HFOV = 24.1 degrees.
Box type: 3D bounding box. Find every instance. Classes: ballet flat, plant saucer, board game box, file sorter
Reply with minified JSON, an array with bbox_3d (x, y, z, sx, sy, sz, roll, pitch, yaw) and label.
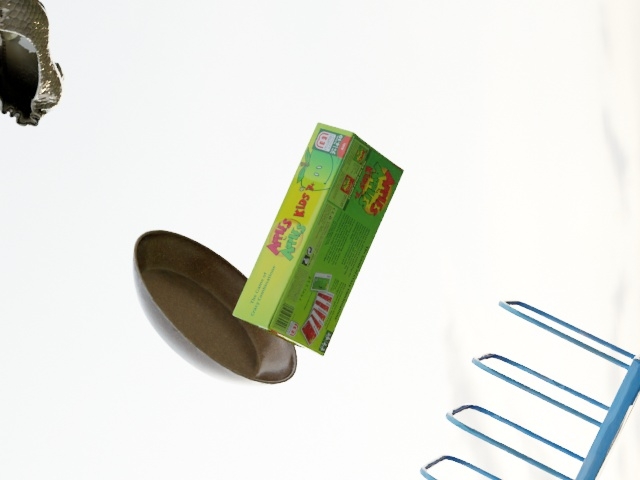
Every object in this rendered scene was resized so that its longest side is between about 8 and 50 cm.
[{"bbox_3d":[-0.266,-0.157,1.258,0.250,0.084,0.058,86,-163,-72],"label":"ballet flat"},{"bbox_3d":[-0.108,0.072,1.429,0.198,0.036,0.198,36,-158,-17],"label":"plant saucer"},{"bbox_3d":[0.000,0.000,1.294,0.092,0.043,0.181,32,-100,-53],"label":"board game box"},{"bbox_3d":[0.134,0.133,0.975,0.170,0.104,0.118,-66,-15,5],"label":"file sorter"}]
